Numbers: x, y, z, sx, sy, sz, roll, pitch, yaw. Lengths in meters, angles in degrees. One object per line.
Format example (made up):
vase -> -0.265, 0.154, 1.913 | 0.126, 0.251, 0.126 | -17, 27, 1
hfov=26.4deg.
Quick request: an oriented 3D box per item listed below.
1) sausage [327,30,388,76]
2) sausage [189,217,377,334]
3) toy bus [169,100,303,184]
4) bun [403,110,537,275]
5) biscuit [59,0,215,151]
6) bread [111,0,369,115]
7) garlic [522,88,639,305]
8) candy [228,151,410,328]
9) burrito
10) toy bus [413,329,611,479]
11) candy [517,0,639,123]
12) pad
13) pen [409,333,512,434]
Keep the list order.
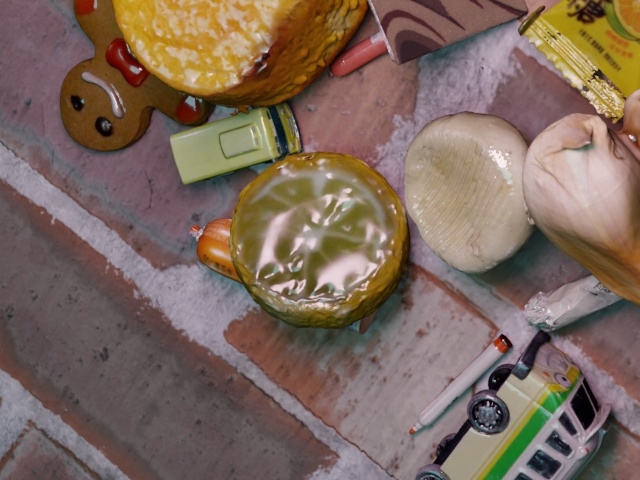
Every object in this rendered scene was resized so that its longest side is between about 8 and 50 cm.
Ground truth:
sausage -> 0.111, -0.288, 1.895 | 0.253, 0.034, 0.034 | -25, 91, 27
sausage -> -0.061, 0.042, 2.017 | 0.312, 0.093, 0.093 | 21, 110, 19
toy bus -> -0.124, -0.141, 1.996 | 0.175, 0.101, 0.088 | -14, 93, 27
bun -> 0.218, -0.074, 1.841 | 0.231, 0.133, 0.231 | 23, 121, 43
biscuit -> -0.256, -0.297, 2.039 | 0.283, 0.064, 0.432 | 47, 115, 7
bread -> -0.110, -0.357, 1.833 | 0.337, 0.204, 0.358 | 37, 107, 2
garlic -> 0.405, -0.056, 1.686 | 0.286, 0.249, 0.313 | -33, 102, 26
candy -> 0.000, 0.000, 1.913 | 0.260, 0.118, 0.260 | -2, 71, 6
burrito -> 0.369, 0.069, 1.849 | 0.203, 0.064, 0.064 | -27, 90, 26
toy bus -> 0.268, 0.295, 1.900 | 0.179, 0.143, 0.305 | 37, 113, 10
candy -> 0.411, -0.313, 1.727 | 0.187, 0.081, 0.297 | 46, 113, 4
pad -> 0.125, -0.414, 1.785 | 0.330, 0.220, 0.004 | 66, 159, -3
pen -> 0.199, 0.214, 1.977 | 0.026, 0.026, 0.218 | 46, 115, 8
